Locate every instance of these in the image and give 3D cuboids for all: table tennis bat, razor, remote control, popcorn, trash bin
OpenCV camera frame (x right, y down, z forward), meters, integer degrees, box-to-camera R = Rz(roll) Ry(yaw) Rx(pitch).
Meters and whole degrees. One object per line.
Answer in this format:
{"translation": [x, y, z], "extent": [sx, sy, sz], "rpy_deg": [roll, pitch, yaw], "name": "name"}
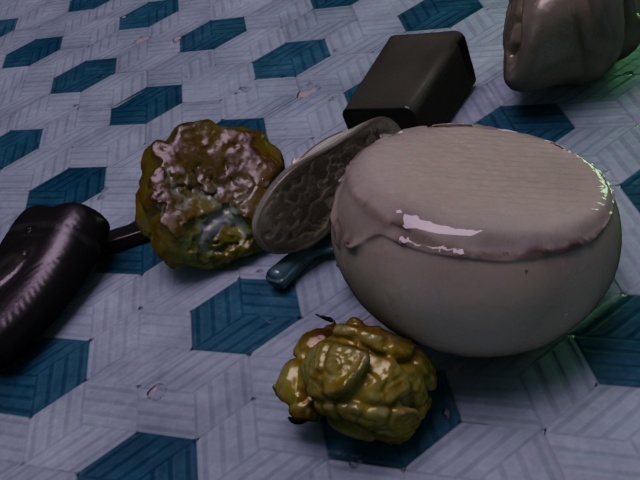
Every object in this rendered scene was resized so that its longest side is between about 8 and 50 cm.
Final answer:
{"translation": [0.000, 0.000, 1.641], "extent": [0.153, 0.040, 0.244], "rpy_deg": [12, 41, 41], "name": "table tennis bat"}
{"translation": [-0.512, 0.077, 1.723], "extent": [0.204, 0.113, 0.349], "rpy_deg": [1, 46, 33], "name": "razor"}
{"translation": [-0.318, -0.021, 1.844], "extent": [0.245, 0.025, 0.063], "rpy_deg": [-19, 30, 2], "name": "remote control"}
{"translation": [0.048, 0.174, 1.275], "extent": [0.168, 0.173, 0.195], "rpy_deg": [4, -9, -31], "name": "popcorn"}
{"translation": [0.161, -0.270, 1.861], "extent": [0.164, 0.122, 0.240], "rpy_deg": [4, 43, 33], "name": "trash bin"}

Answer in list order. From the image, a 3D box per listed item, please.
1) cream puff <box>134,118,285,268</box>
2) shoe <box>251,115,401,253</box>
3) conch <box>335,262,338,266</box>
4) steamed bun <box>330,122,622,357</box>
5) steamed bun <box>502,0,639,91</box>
{"translation": [-0.188, -0.069, 1.724], "extent": [0.282, 0.185, 0.282], "rpy_deg": [4, 69, -11], "name": "cream puff"}
{"translation": [-0.009, -0.094, 1.662], "extent": [0.316, 0.124, 0.159], "rpy_deg": [-36, 18, -22], "name": "shoe"}
{"translation": [0.087, -0.021, 1.526], "extent": [0.130, 0.207, 0.155], "rpy_deg": [10, 0, -21], "name": "conch"}
{"translation": [0.199, 0.013, 1.320], "extent": [0.374, 0.241, 0.374], "rpy_deg": [-1, 31, 1], "name": "steamed bun"}
{"translation": [0.467, -0.438, 1.782], "extent": [0.255, 0.342, 0.368], "rpy_deg": [10, 31, 0], "name": "steamed bun"}
